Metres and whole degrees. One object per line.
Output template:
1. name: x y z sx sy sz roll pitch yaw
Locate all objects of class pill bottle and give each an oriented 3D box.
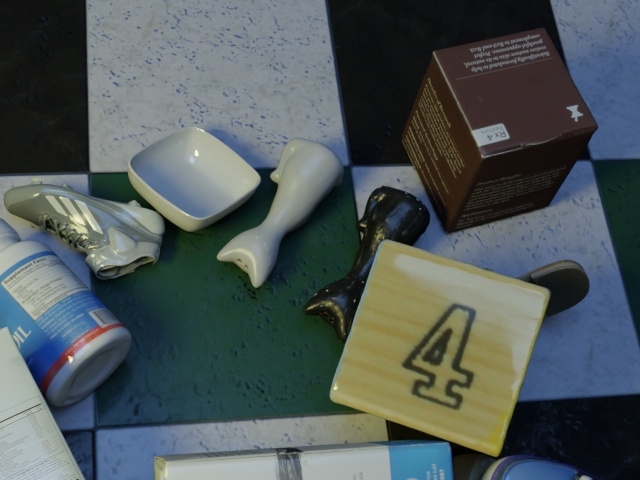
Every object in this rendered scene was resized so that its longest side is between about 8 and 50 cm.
1. pill bottle: -0.338 0.079 1.322 0.221 0.124 0.124 43 64 15

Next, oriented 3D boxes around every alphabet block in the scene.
1. alphabet block: 0.141 0.128 1.293 0.197 0.192 0.194 17 84 11

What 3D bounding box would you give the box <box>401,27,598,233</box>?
1. box: 0.229 -0.142 1.484 0.168 0.203 0.167 -14 65 -16

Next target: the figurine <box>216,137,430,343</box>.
1. figurine: 0.000 0.000 1.443 0.214 0.092 0.209 30 66 9

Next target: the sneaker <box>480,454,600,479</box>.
1. sneaker: 0.335 0.305 1.142 0.322 0.236 0.130 36 64 5

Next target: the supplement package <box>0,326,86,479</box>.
1. supplement package: -0.349 0.240 1.193 0.149 0.194 0.203 -25 69 -21

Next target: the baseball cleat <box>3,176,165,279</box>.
1. baseball cleat: -0.301 -0.012 1.406 0.205 0.072 0.109 8 61 -4

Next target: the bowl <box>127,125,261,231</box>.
1. bowl: -0.168 -0.074 1.454 0.142 0.053 0.142 39 46 17

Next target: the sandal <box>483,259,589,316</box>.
1. sandal: 0.221 0.073 1.446 0.240 0.088 0.079 -17 23 5

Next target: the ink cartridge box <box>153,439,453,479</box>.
1. ink cartridge box: -0.018 0.332 1.189 0.307 0.129 0.223 -1 84 -14

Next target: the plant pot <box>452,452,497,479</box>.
1. plant pot: 0.193 0.306 1.299 0.109 0.096 0.109 24 61 5
